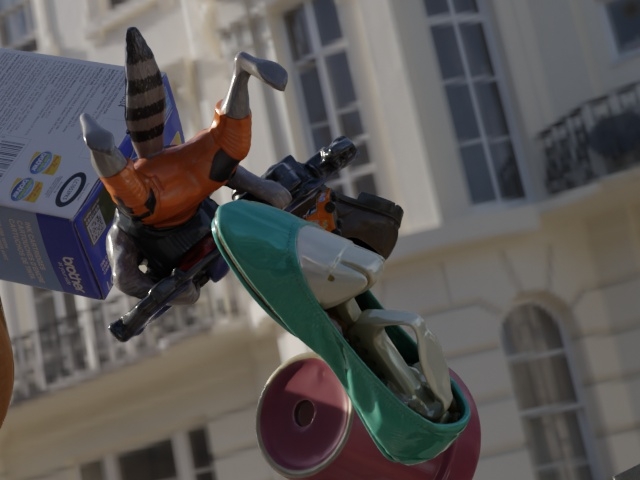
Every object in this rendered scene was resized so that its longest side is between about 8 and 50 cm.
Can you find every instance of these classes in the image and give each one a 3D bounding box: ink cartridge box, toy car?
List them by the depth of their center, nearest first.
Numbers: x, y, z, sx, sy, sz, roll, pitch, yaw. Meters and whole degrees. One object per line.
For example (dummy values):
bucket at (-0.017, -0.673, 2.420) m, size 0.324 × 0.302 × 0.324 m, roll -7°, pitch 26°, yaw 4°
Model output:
toy car at (0.000, 0.000, 1.441) m, size 0.041 × 0.122 × 0.060 m, roll -8°, pitch -51°, yaw 10°
ink cartridge box at (-0.343, -0.088, 1.692) m, size 0.396 × 0.270 × 0.151 m, roll 9°, pitch -41°, yaw 19°

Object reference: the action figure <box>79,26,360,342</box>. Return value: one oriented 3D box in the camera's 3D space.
action figure at (-0.120, -0.075, 1.424) m, size 0.341 × 0.178 × 0.330 m, roll -37°, pitch -19°, yaw -28°

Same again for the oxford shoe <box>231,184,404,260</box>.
oxford shoe at (-0.010, -0.023, 1.808) m, size 0.227 × 0.096 × 0.083 m, roll 12°, pitch -22°, yaw 2°

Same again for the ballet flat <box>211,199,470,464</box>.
ballet flat at (0.027, 0.054, 0.997) m, size 0.087 × 0.247 × 0.083 m, roll -29°, pitch 16°, yaw 31°

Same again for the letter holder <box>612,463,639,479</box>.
letter holder at (0.446, 0.383, 1.439) m, size 0.152 × 0.302 × 0.214 m, roll -33°, pitch -54°, yaw 28°

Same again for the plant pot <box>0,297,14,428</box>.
plant pot at (-0.306, 0.043, 0.799) m, size 0.291 × 0.203 × 0.291 m, roll -22°, pitch -46°, yaw -25°

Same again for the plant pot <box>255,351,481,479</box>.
plant pot at (0.037, 0.197, 1.438) m, size 0.201 × 0.201 × 0.180 m, roll -22°, pitch -28°, yaw 31°
